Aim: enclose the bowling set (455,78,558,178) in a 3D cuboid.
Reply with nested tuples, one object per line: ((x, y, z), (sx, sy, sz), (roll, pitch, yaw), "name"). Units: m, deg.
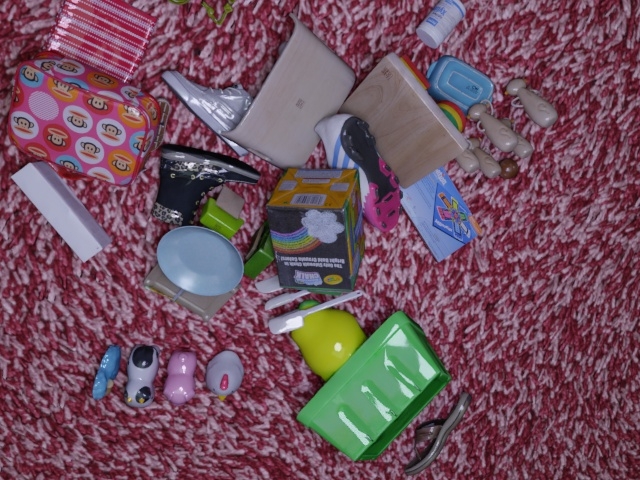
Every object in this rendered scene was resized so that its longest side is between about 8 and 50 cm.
((0.424, -0.244, 1.385), (0.287, 0.200, 0.154), (-29, 61, -6), "bowling set")

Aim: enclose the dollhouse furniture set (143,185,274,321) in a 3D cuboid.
((-0.256, 0.031, 1.341), (0.197, 0.151, 0.301), (35, 123, -17), "dollhouse furniture set")

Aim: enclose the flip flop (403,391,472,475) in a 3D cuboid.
((0.309, 0.517, 1.512), (0.080, 0.112, 0.277), (35, 97, 13), "flip flop")

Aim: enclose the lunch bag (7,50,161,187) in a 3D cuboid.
((-0.517, -0.241, 1.215), (0.293, 0.120, 0.258), (22, 123, -11), "lunch bag")

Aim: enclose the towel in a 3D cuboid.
((-0.515, -0.422, 1.253), (0.198, 0.031, 0.275), (25, 95, -13), "towel")

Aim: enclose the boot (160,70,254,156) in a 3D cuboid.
((-0.234, -0.324, 1.289), (0.258, 0.095, 0.123), (43, 86, -21), "boot")

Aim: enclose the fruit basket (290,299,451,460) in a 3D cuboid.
((0.085, 0.309, 1.395), (0.391, 0.283, 0.392), (-8, 68, 21), "fruit basket")

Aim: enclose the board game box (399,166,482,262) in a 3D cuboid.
((0.286, -0.096, 1.429), (0.145, 0.027, 0.281), (-34, 103, 0), "board game box")

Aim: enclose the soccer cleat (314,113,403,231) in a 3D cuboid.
((0.095, -0.166, 1.344), (0.116, 0.143, 0.331), (-45, 128, -23), "soccer cleat")

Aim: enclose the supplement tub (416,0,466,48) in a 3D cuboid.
((0.289, -0.524, 1.330), (0.071, 0.071, 0.107), (40, 91, -13), "supplement tub")

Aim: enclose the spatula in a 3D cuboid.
((-0.027, 0.128, 1.371), (0.241, 0.168, 0.019), (-18, 136, -8), "spatula")

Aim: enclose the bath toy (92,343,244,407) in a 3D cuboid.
((-0.363, 0.340, 1.362), (0.348, 0.129, 0.152), (4, 99, -10), "bath toy")

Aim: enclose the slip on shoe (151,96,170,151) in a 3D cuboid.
((-0.386, -0.271, 1.295), (0.051, 0.041, 0.135), (11, 118, -27), "slip on shoe")

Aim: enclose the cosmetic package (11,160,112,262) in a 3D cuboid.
((-0.586, -0.067, 1.271), (0.060, 0.099, 0.239), (-36, 102, -1), "cosmetic package")

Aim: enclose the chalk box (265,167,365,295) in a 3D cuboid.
((0.000, 0.000, 1.281), (0.180, 0.179, 0.289), (4, 126, 14), "chalk box")

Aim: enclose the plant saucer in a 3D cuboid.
((-0.261, 0.038, 1.228), (0.194, 0.037, 0.195), (4, 127, 5), "plant saucer")

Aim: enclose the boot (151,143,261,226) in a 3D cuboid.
((-0.275, -0.119, 1.321), (0.236, 0.085, 0.179), (12, 109, -21), "boot")

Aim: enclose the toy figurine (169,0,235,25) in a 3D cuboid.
((-0.204, -0.690, 1.204), (0.191, 0.217, 0.362), (21, 141, -25), "toy figurine")

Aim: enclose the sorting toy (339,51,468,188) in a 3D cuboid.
((0.198, -0.276, 1.269), (0.089, 0.257, 0.255), (-42, 94, -25), "sorting toy")

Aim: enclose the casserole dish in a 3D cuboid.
((0.353, -0.383, 1.383), (0.188, 0.037, 0.114), (26, 96, -13), "casserole dish")

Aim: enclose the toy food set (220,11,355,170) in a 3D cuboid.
((-0.071, -0.326, 1.276), (0.219, 0.092, 0.306), (26, 98, -48), "toy food set")
